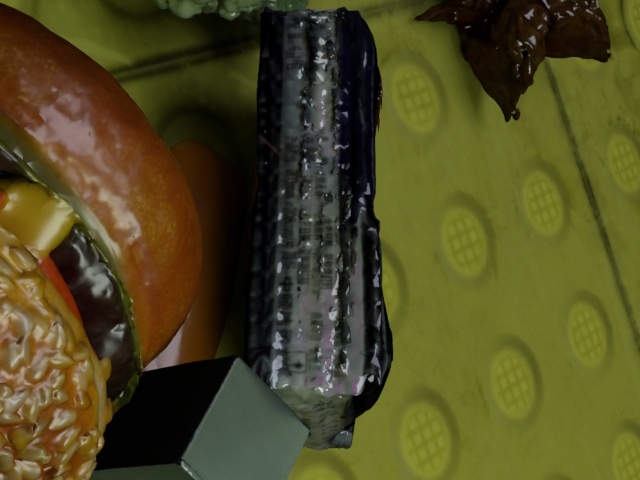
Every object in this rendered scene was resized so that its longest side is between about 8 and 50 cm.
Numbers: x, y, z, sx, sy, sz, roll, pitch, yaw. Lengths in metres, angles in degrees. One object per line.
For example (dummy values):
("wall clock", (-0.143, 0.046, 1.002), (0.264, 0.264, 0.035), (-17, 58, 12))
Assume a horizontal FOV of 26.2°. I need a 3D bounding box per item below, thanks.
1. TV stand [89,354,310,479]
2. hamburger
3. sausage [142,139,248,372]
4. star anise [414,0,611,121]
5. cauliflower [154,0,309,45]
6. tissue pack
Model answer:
("TV stand", (-0.141, 0.149, 0.920), (0.083, 0.270, 0.088), (48, 48, -26))
("hamburger", (-0.250, 0.025, 0.806), (0.330, 0.330, 0.250), (54, 48, -21))
("sausage", (-0.116, 0.033, 1.109), (0.098, 0.098, 0.238), (32, 55, -35))
("star anise", (0.182, -0.268, 1.457), (0.346, 0.148, 0.237), (33, 54, -47))
("cauliflower", (-0.061, -0.301, 1.136), (0.260, 0.281, 0.327), (-42, 126, -9))
("tissue pack", (0.000, 0.000, 1.149), (0.245, 0.123, 0.332), (83, 8, -71))
